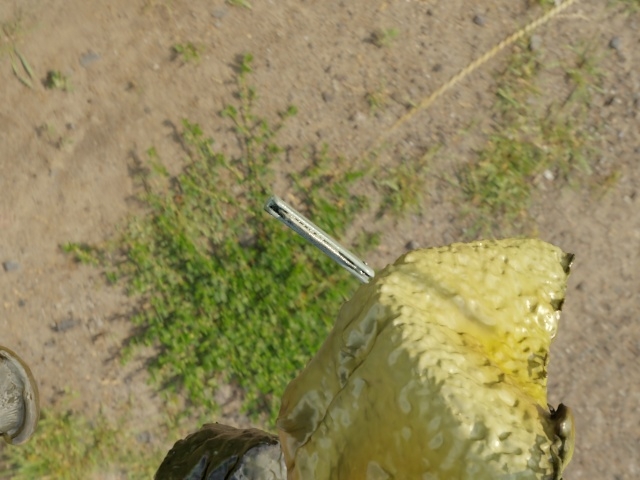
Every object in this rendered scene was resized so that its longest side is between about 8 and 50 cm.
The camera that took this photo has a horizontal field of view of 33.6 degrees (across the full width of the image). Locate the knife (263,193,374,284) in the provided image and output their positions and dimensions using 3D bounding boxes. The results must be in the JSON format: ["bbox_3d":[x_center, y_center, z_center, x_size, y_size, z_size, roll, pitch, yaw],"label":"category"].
[{"bbox_3d":[0.000,0.000,1.234,0.162,0.044,0.023,37,93,-20],"label":"knife"}]

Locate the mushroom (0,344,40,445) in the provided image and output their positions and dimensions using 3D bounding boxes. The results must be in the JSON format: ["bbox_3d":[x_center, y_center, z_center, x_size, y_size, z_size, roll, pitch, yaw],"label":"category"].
[{"bbox_3d":[-0.308,0.149,0.777,0.212,0.097,0.088,-37,139,-39],"label":"mushroom"}]

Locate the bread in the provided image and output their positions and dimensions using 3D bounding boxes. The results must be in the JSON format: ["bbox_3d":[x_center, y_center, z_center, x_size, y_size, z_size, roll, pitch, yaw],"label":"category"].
[{"bbox_3d":[0.047,0.095,0.550,0.133,0.251,0.174,25,124,-2],"label":"bread"}]

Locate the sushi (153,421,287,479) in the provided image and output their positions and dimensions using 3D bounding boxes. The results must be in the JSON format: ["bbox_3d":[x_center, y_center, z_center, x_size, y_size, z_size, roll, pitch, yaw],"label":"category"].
[{"bbox_3d":[-0.086,0.374,1.143,0.211,0.171,0.350,7,88,-63],"label":"sushi"}]
